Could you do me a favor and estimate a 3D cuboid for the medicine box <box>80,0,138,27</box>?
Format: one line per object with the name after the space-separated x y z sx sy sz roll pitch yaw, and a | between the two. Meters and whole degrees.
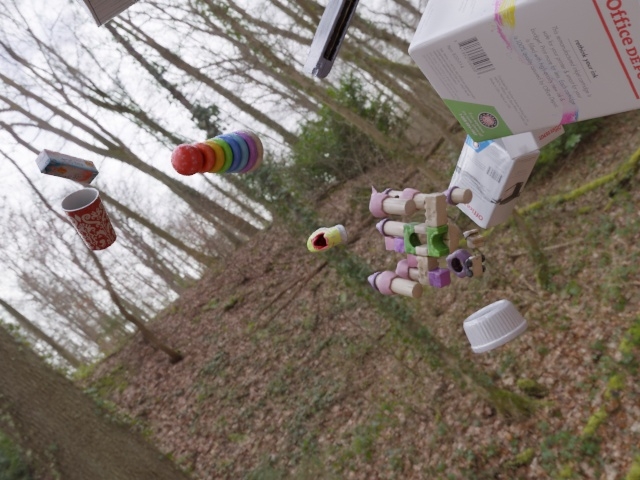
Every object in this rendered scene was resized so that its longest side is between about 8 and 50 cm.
-0.556 -0.740 1.384 0.263 0.149 0.289 -37 17 -8 | medicine box

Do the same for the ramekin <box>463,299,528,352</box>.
0.592 0.289 1.760 0.207 0.109 0.207 -29 -7 -4 | ramekin

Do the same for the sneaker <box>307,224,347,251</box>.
0.000 0.000 1.752 0.094 0.081 0.208 -23 -2 -34 | sneaker

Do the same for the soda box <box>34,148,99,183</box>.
-0.823 -0.240 1.672 0.058 0.063 0.183 -44 -23 18 | soda box

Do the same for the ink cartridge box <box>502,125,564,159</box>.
0.499 -0.323 1.265 0.148 0.203 0.086 -30 6 -35 | ink cartridge box

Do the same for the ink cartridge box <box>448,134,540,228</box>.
0.606 -0.233 1.831 0.129 0.223 0.307 -16 -42 -26 | ink cartridge box

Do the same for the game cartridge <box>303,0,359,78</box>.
0.034 -0.644 1.559 0.294 0.060 0.196 -65 24 16 | game cartridge

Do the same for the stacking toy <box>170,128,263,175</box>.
-0.310 -0.255 1.516 0.330 0.141 0.141 -26 -32 -60 | stacking toy

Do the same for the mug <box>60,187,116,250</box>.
-0.692 -0.071 1.575 0.150 0.113 0.169 -61 -30 -42 | mug

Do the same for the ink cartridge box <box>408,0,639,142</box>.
0.319 -0.264 0.655 0.353 0.207 0.119 -3 54 48 | ink cartridge box

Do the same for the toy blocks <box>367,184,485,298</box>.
0.258 -0.014 1.449 0.309 0.260 0.288 -15 -75 -33 | toy blocks
